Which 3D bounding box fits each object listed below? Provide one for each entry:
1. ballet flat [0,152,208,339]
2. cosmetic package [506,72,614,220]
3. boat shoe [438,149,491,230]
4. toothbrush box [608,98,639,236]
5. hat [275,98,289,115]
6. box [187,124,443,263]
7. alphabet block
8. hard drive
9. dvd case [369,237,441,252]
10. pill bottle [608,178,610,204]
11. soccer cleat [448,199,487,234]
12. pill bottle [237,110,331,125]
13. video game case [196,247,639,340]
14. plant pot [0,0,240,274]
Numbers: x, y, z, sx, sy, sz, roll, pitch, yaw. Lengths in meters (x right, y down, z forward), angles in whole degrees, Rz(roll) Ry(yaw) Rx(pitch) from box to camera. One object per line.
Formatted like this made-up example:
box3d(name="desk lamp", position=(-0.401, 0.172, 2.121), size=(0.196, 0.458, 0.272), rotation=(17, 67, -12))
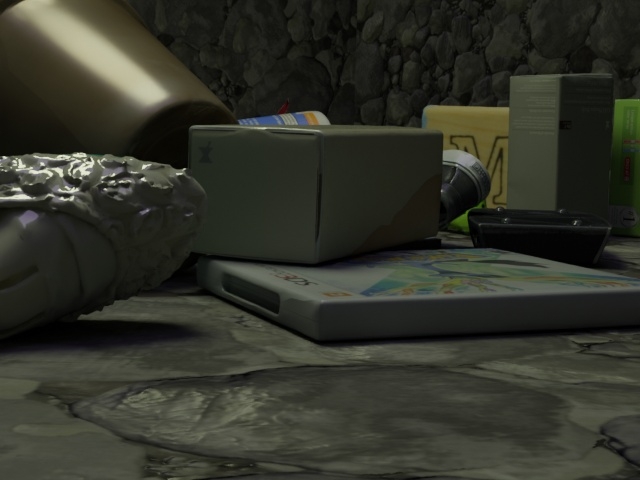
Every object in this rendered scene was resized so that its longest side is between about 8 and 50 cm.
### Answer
box3d(name="ballet flat", position=(-0.281, 0.022, 0.907), size=(0.408, 0.147, 0.147), rotation=(-3, 6, -12))
box3d(name="cosmetic package", position=(0.342, -0.118, 1.792), size=(0.127, 0.238, 0.107), rotation=(-7, 7, -40))
box3d(name="boat shoe", position=(0.094, -0.044, 1.664), size=(0.102, 0.108, 0.301), rotation=(-42, 20, -32))
box3d(name="toothbrush box", position=(0.578, -0.102, 1.829), size=(0.283, 0.206, 0.122), rotation=(5, 6, 38))
box3d(name="hat", position=(-0.151, -0.117, 1.869), size=(0.208, 0.184, 0.173), rotation=(0, 4, -2))
box3d(name="box", position=(0.004, -0.056, 1.259), size=(0.148, 0.121, 0.311), rotation=(5, 7, 27))
box3d(name="alphabet block", position=(0.294, -0.127, 2.082), size=(0.197, 0.193, 0.192), rotation=(5, 8, 33))
box3d(name="hard drive", position=(0.270, -0.009, 1.566), size=(0.172, 0.054, 0.255), rotation=(2, 6, 5))
box3d(name="dvd case", position=(0.000, 0.000, 1.572), size=(0.180, 0.022, 0.253), rotation=(-3, 8, -42))
box3d(name="pill bottle", position=(0.581, -0.078, 2.111), size=(0.184, 0.103, 0.103), rotation=(2, 6, 6))
box3d(name="soccer cleat", position=(0.185, -0.051, 1.879), size=(0.060, 0.072, 0.179), rotation=(-3, 7, -39))
box3d(name="pill bottle", position=(-0.119, -0.088, 1.703), size=(0.272, 0.152, 0.152), rotation=(-8, 8, -14))
box3d(name="video game case", position=(0.090, 0.041, 1.110), size=(0.329, 0.036, 0.300), rotation=(-1, 6, -23))
box3d(name="plant pot", position=(-0.234, -0.097, 1.302), size=(0.280, 0.323, 0.323), rotation=(27, 20, 36))
